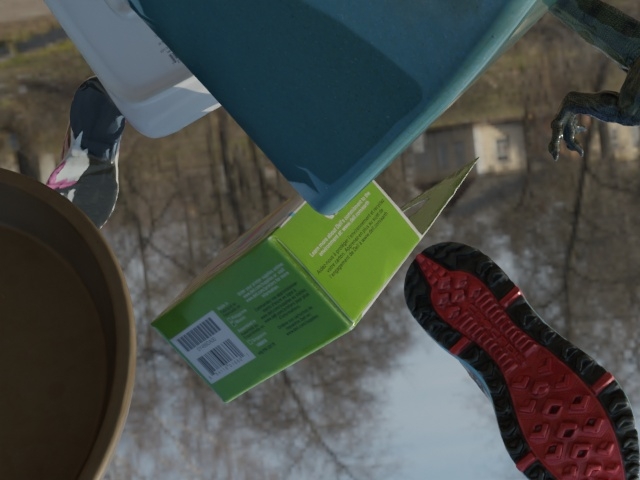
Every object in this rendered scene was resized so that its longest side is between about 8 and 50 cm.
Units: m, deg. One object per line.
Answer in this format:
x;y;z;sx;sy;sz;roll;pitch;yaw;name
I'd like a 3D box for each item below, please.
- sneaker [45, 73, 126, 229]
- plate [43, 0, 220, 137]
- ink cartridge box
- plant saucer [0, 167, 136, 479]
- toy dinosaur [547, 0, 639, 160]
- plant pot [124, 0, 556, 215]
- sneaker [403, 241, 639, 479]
-0.228;-0.088;1.108;0.072;0.178;0.077;19;-159;-14;sneaker
-0.141;-0.218;0.836;0.277;0.278;0.045;-18;-158;45;plate
0.000;0.000;0.944;0.189;0.097;0.255;-35;-169;45;ink cartridge box
-0.226;0.082;0.579;0.278;0.278;0.041;-6;148;7;plant saucer
0.211;-0.093;0.699;0.268;0.064;0.118;25;143;5;toy dinosaur
0.046;-0.153;0.448;0.166;0.165;0.234;-44;-176;-30;plant pot
0.182;0.110;0.930;0.104;0.262;0.125;-38;159;10;sneaker
